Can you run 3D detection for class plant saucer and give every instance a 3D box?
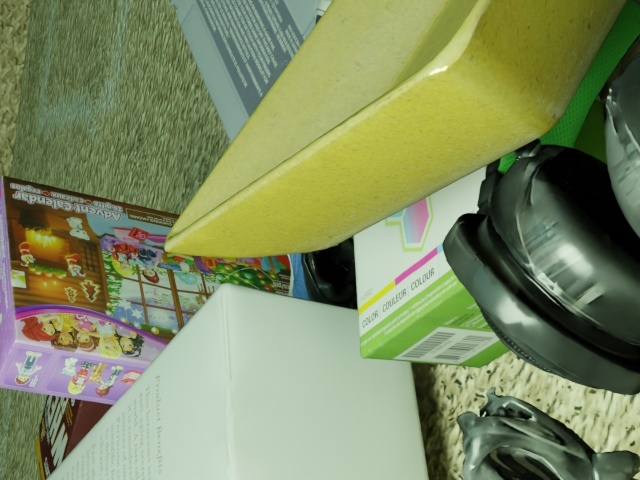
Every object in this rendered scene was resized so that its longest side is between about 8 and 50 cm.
[{"bbox_3d":[0.081,-0.131,0.818,0.333,0.081,0.333,-57,14,-28],"label":"plant saucer"}]

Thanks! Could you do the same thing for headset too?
[{"bbox_3d":[0.144,-0.025,0.693,0.243,0.185,0.394,-42,31,43],"label":"headset"}]

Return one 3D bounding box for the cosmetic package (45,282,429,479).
[{"bbox_3d":[-0.100,0.248,1.140,0.453,0.161,0.230,-46,41,47],"label":"cosmetic package"}]

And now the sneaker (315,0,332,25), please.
[{"bbox_3d":[0.028,-0.097,1.101,0.226,0.086,0.163,4,-81,-84],"label":"sneaker"}]

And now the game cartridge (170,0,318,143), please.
[{"bbox_3d":[-0.044,-0.211,1.344,0.196,0.060,0.294,-57,42,35],"label":"game cartridge"}]

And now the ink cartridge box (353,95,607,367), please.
[{"bbox_3d":[0.098,-0.064,0.972,0.189,0.097,0.255,137,135,-58],"label":"ink cartridge box"}]

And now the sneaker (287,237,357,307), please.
[{"bbox_3d":[0.001,0.000,1.243,0.084,0.058,0.152,132,142,-51],"label":"sneaker"}]

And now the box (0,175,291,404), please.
[{"bbox_3d":[-0.133,0.056,1.239,0.057,0.293,0.201,-59,32,33],"label":"box"}]

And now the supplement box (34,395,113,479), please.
[{"bbox_3d":[-0.159,0.165,1.404,0.129,0.191,0.194,-116,39,-54],"label":"supplement box"}]
